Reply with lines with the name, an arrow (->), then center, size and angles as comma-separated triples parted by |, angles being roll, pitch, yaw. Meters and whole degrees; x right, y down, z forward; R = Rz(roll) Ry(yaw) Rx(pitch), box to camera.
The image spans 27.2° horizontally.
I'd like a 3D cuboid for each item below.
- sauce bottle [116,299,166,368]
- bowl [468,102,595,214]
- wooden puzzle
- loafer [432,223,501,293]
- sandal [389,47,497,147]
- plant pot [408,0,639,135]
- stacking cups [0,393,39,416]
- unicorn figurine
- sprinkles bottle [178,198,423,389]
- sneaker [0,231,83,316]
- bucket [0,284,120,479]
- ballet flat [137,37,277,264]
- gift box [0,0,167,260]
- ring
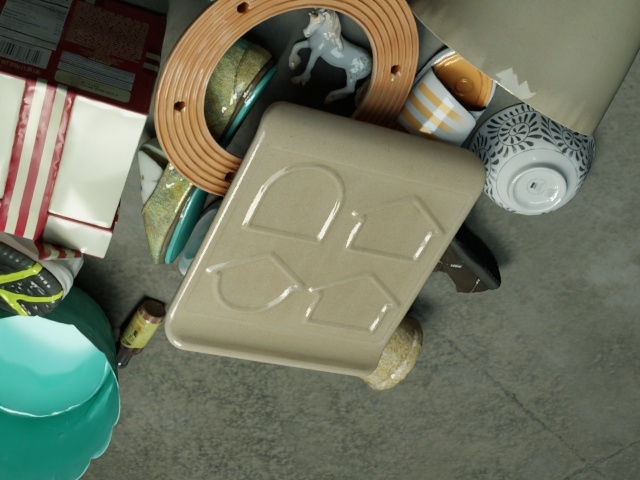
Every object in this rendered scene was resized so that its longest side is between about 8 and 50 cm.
sauce bottle -> -0.270, 0.140, 1.940 | 0.042, 0.042, 0.128 | 23, 124, -18
bowl -> 0.278, -0.088, 1.722 | 0.170, 0.080, 0.170 | 1, 130, 1
wooden puzzle -> 0.000, 0.000, 1.672 | 0.322, 0.080, 0.347 | 12, 119, -29
loafer -> 0.163, 0.008, 1.801 | 0.078, 0.080, 0.220 | -29, 124, 22
sandal -> 0.131, -0.131, 1.689 | 0.102, 0.076, 0.265 | 28, 124, -21
plant pot -> 0.279, -0.301, 1.463 | 0.257, 0.256, 0.274 | 28, 109, -21
stacking cups -> -0.580, 0.249, 1.996 | 0.316, 0.096, 0.096 | -2, 130, 2
unicorn figurine -> 0.012, -0.230, 1.628 | 0.162, 0.060, 0.111 | 18, 129, -35
sprinkles bottle -> -0.023, 0.079, 1.837 | 0.355, 0.121, 0.121 | 33, 123, -24
sneaker -> -0.483, -0.046, 1.736 | 0.385, 0.147, 0.145 | 33, 135, -2
bucket -> -0.411, 0.190, 1.850 | 0.281, 0.183, 0.281 | -2, 112, -6
ballet flat -> -0.170, -0.122, 1.687 | 0.123, 0.123, 0.348 | 20, 126, -15
gift box -> -0.340, -0.133, 1.572 | 0.255, 0.276, 0.258 | 19, 129, -8
ring -> -0.039, -0.187, 1.565 | 0.337, 0.032, 0.336 | -17, 136, -17
